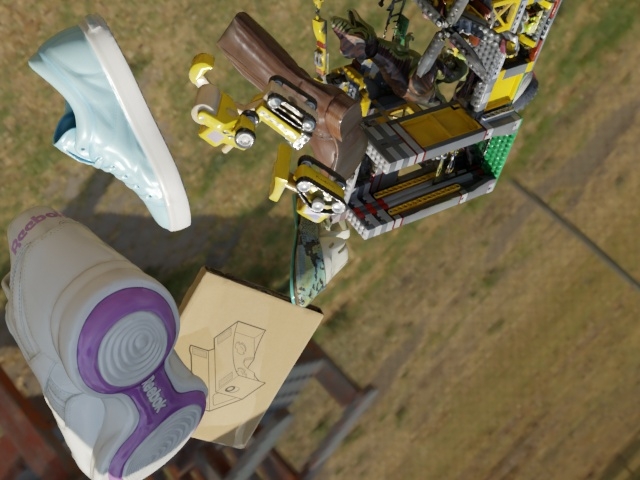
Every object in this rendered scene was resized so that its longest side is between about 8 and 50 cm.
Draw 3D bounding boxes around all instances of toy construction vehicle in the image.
[{"bbox_3d":[-0.033,-0.056,0.588,0.098,0.086,0.035,30,125,-24],"label":"toy construction vehicle"}]

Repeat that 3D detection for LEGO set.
[{"bbox_3d":[0.061,-0.165,0.963,0.192,0.255,0.331,-21,153,-30],"label":"LEGO set"}]

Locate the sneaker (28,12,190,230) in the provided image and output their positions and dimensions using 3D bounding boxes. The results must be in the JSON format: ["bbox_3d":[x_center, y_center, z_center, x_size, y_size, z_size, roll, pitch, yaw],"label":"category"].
[{"bbox_3d":[-0.319,-0.153,1.595,0.150,0.135,0.366,-27,119,-7],"label":"sneaker"}]

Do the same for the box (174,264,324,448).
[{"bbox_3d":[-0.109,0.138,1.208,0.164,0.021,0.201,22,106,-31],"label":"box"}]

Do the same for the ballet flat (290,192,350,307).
[{"bbox_3d":[0.000,0.000,1.121,0.070,0.188,0.070,0,128,-1],"label":"ballet flat"}]

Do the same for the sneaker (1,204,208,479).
[{"bbox_3d":[-0.172,0.088,0.839,0.114,0.152,0.305,-34,150,-27],"label":"sneaker"}]

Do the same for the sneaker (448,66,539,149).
[{"bbox_3d":[0.243,-0.222,1.620,0.299,0.120,0.112,-58,136,-46],"label":"sneaker"}]

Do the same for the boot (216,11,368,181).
[{"bbox_3d":[-0.021,-0.094,0.723,0.037,0.114,0.106,-44,160,-24],"label":"boot"}]
